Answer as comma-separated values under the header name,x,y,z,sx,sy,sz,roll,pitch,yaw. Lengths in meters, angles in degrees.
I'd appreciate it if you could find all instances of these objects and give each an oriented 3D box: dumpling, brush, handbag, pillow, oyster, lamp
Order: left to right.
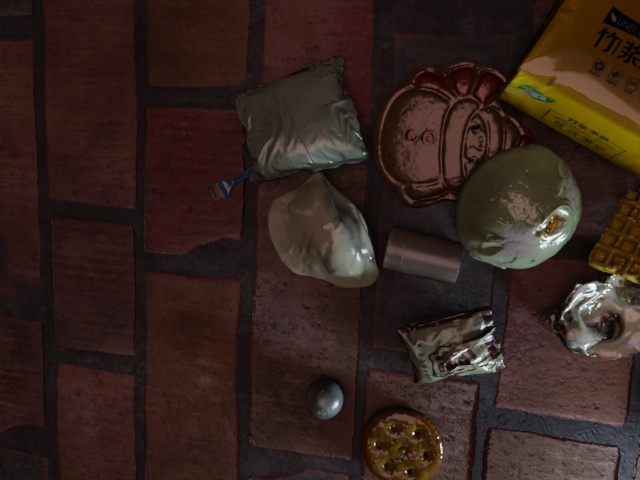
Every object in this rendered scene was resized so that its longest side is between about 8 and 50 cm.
name,x,y,z,sx,sy,sz,roll,pitch,yaw
brush,-0.231,-0.163,1.445,0.164,0.014,0.051,-31,91,15
pillow,-0.057,-0.295,1.315,0.310,0.138,0.283,-13,77,12
dumpling,0.000,0.000,1.316,0.243,0.187,0.318,-27,91,10
lamp,0.009,0.425,1.419,0.105,0.105,0.105,2,98,14
handbag,0.319,0.265,1.301,0.235,0.127,0.213,-14,121,15
oyster,0.655,0.182,1.234,0.223,0.083,0.214,37,108,2

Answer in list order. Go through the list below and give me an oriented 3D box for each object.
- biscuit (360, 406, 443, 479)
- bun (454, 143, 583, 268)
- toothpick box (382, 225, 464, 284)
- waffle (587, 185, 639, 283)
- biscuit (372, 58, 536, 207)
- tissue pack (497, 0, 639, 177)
name,x,y,z,sx,sy,sz,roll,pitch,yaw
biscuit,0.215,0.544,1.403,0.220,0.066,0.220,1,96,11
bun,0.451,-0.054,1.167,0.293,0.187,0.293,0,113,-1
toothpick box,0.249,0.036,1.300,0.180,0.111,0.111,14,101,11
waffle,0.735,-0.002,1.141,0.219,0.057,0.229,30,92,35
biscuit,0.318,-0.246,1.272,0.381,0.074,0.359,10,102,16
tissue pack,0.613,-0.343,1.081,0.382,0.228,0.293,32,93,8
